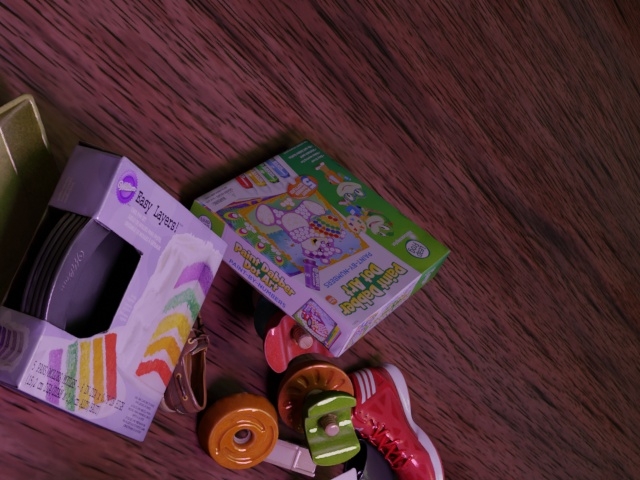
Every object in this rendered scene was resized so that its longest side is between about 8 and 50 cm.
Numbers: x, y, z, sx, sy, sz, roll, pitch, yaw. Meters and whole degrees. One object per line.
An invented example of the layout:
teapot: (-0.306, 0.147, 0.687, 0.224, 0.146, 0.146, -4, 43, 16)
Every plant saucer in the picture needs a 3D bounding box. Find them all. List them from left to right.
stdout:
plant saucer: (-0.323, -0.020, 1.161, 0.188, 0.045, 0.188, -44, 128, -47)

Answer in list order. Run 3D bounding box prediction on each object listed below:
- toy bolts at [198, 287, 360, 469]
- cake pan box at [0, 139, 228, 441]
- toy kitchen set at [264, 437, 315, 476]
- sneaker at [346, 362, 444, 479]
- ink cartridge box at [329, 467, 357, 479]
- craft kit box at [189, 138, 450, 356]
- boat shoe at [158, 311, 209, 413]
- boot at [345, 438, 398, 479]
toy bolts: (-0.063, 0.157, 1.544, 0.218, 0.158, 0.228, -9, 116, -16)
cake pan box: (-0.216, 0.059, 1.246, 0.245, 0.070, 0.267, -69, 154, -14)
toy kitchen set: (-0.035, 0.266, 1.635, 0.083, 0.075, 0.068, 180, -71, -84)
sneaker: (0.085, 0.287, 1.749, 0.128, 0.087, 0.221, -4, 61, -44)
ink cartridge box: (-0.003, 0.414, 1.672, 0.115, 0.067, 0.198, -12, 105, -56)
craft kit box: (0.000, 0.000, 1.495, 0.250, 0.247, 0.061, -35, 162, -51)
boat shoe: (-0.155, 0.114, 1.417, 0.064, 0.060, 0.178, -6, 98, -57)
boot: (0.078, 0.396, 1.797, 0.137, 0.077, 0.197, 30, 52, -49)
